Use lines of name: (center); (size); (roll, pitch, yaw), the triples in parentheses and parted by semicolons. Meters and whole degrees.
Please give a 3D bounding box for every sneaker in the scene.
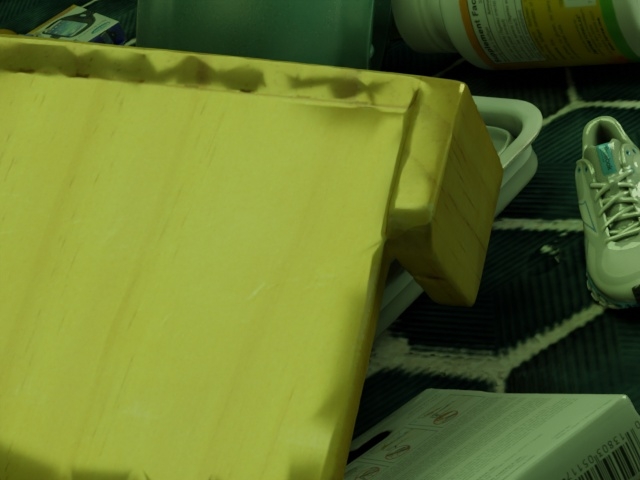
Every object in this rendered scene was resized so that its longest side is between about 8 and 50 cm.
sneaker: (0.211, -0.025, 1.317); (0.071, 0.083, 0.190); (-18, 31, 9)

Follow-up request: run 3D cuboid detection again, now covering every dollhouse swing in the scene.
dollhouse swing: (-0.084, 0.043, 1.210); (0.347, 0.315, 0.305); (6, 79, 14)

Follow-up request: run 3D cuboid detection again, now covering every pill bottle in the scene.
pill bottle: (0.189, -0.217, 1.587); (0.246, 0.136, 0.136); (1, 38, 38)

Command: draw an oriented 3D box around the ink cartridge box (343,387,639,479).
ink cartridge box: (0.072, 0.161, 1.152); (0.189, 0.066, 0.232); (-32, 7, -26)

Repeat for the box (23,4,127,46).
box: (-0.275, -0.223, 2.053); (0.081, 0.028, 0.136); (-36, 29, -19)

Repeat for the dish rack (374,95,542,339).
dish rack: (0.000, 0.000, 1.443); (0.285, 0.072, 0.333); (9, 43, 45)

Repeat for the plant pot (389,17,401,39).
plant pot: (0.074, -0.393, 1.799); (0.275, 0.293, 0.275); (-18, 30, 11)

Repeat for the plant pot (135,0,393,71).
plant pot: (-0.035, -0.223, 1.660); (0.196, 0.293, 0.293); (9, 37, 7)

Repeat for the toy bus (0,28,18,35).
toy bus: (-0.344, -0.085, 1.800); (0.130, 0.108, 0.332); (-20, 29, 4)
